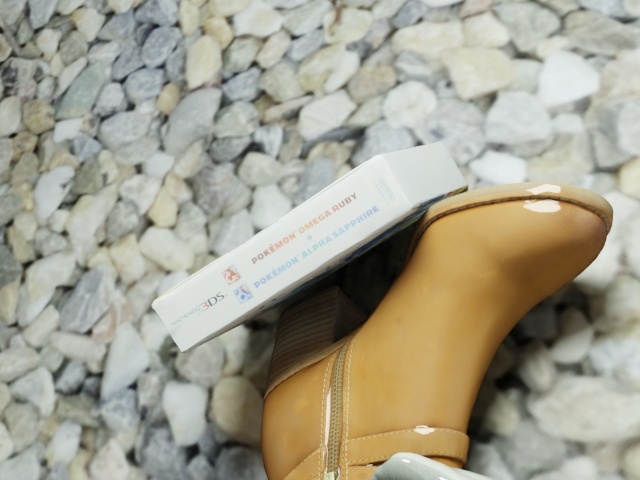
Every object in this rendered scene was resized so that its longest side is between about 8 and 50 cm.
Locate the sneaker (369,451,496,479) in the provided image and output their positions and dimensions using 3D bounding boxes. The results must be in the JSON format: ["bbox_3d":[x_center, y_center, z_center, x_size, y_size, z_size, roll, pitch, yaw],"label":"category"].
[{"bbox_3d":[0.093,0.194,0.599,0.110,0.118,0.292,-51,29,9],"label":"sneaker"}]

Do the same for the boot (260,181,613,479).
[{"bbox_3d":[0.071,0.099,0.892,0.283,0.109,0.220,-25,44,27],"label":"boot"}]

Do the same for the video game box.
[{"bbox_3d":[0.000,0.000,0.986,0.187,0.205,0.048,-30,87,18],"label":"video game box"}]
